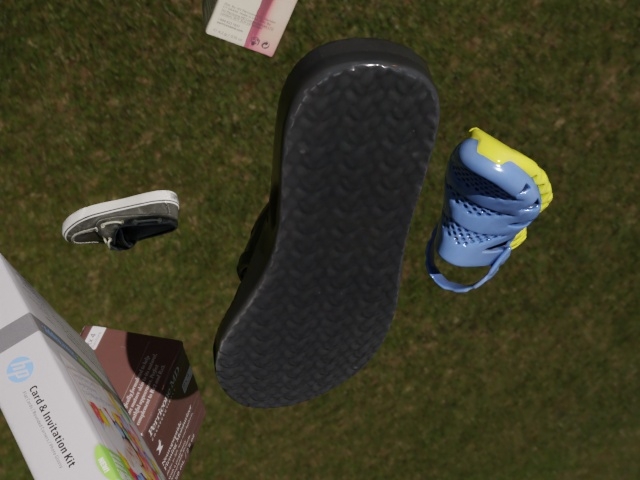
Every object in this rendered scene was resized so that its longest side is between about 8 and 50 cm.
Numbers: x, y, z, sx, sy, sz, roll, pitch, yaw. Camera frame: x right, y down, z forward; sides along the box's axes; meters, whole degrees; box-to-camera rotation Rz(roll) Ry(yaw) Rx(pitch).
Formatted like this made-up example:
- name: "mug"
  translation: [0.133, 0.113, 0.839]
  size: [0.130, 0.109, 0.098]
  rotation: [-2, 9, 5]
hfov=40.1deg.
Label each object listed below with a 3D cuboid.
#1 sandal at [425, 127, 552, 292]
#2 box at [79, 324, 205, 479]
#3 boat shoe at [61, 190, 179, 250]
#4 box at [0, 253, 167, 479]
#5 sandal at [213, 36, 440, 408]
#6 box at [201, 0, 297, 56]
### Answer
- name: "sandal"
  translation: [0.195, -0.022, 1.084]
  size: [0.138, 0.126, 0.317]
  rotation: [-49, 159, -12]
- name: "box"
  translation: [-0.294, 0.264, 1.343]
  size: [0.167, 0.168, 0.203]
  rotation: [8, 140, 13]
- name: "boat shoe"
  translation: [-0.335, -0.022, 1.453]
  size: [0.219, 0.070, 0.078]
  rotation: [-16, 154, 19]
- name: "box"
  translation: [-0.124, 0.111, 0.475]
  size: [0.038, 0.186, 0.145]
  rotation: [-32, 151, -9]
- name: "sandal"
  translation: [0.003, -0.001, 0.835]
  size: [0.167, 0.107, 0.446]
  rotation: [6, 131, -16]
- name: "box"
  translation: [-0.099, -0.453, 1.469]
  size: [0.126, 0.149, 0.232]
  rotation: [17, 121, -21]
